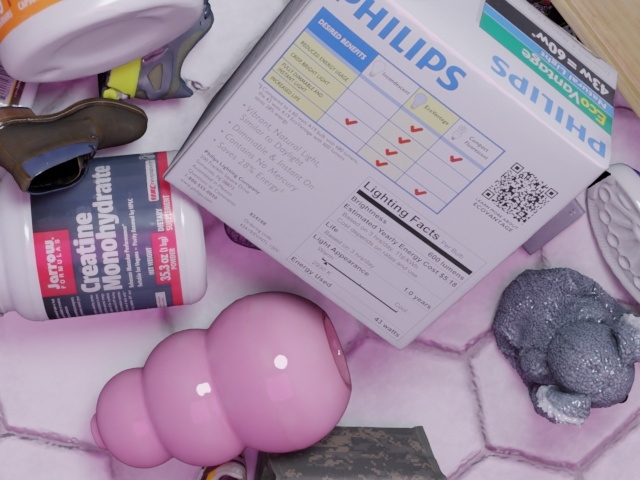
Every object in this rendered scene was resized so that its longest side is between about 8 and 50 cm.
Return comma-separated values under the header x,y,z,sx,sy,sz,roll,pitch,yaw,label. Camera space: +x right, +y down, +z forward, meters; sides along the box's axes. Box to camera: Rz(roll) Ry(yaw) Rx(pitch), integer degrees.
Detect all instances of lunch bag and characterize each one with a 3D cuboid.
x,y,z,sx,sy,sz,roll,pitch,yaw,label
0.021,0.403,1.780,0.235,0.169,0.287,3,115,-13,lunch bag

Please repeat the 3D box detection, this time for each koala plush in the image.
x,y,z,sx,sy,sz,roll,pitch,yaw,label
0.334,0.148,1.709,0.196,0.221,0.203,-41,108,6,koala plush

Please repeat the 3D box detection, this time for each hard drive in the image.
x,y,z,sx,sy,sz,roll,pitch,yaw,label
0.273,-0.059,1.738,0.094,0.022,0.135,-39,109,5,hard drive

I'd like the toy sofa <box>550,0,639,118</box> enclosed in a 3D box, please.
x,y,z,sx,sy,sz,roll,pitch,yaw,label
0.365,-0.296,1.546,0.150,0.177,0.362,-32,112,29,toy sofa

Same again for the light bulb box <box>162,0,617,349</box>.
x,y,z,sx,sy,sz,roll,pitch,yaw,label
0.083,-0.130,1.495,0.358,0.225,0.361,36,126,-12,light bulb box

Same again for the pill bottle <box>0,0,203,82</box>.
x,y,z,sx,sy,sz,roll,pitch,yaw,label
-0.291,-0.385,1.391,0.224,0.224,0.392,-21,86,-1,pill bottle

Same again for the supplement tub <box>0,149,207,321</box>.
x,y,z,sx,sy,sz,roll,pitch,yaw,label
-0.278,-0.004,1.588,0.272,0.191,0.191,-6,109,-6,supplement tub

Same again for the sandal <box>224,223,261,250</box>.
x,y,z,sx,sy,sz,roll,pitch,yaw,label
0.000,-0.001,1.709,0.255,0.054,0.097,25,96,-5,sandal

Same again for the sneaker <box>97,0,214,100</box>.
x,y,z,sx,sy,sz,roll,pitch,yaw,label
-0.182,-0.303,1.563,0.121,0.111,0.299,8,111,-24,sneaker

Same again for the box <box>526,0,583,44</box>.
x,y,z,sx,sy,sz,roll,pitch,yaw,label
0.233,-0.287,1.630,0.322,0.079,0.257,-24,108,0,box

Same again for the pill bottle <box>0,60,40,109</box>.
x,y,z,sx,sy,sz,roll,pitch,yaw,label
-0.446,-0.178,1.547,0.215,0.117,0.117,18,104,-13,pill bottle

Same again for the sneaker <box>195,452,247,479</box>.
x,y,z,sx,sy,sz,roll,pitch,yaw,label
-0.152,0.370,1.784,0.070,0.084,0.185,17,104,-13,sneaker

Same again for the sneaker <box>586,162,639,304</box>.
x,y,z,sx,sy,sz,roll,pitch,yaw,label
0.521,0.001,1.760,0.236,0.130,0.322,-31,87,-26,sneaker

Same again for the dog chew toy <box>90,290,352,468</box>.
x,y,z,sx,sy,sz,roll,pitch,yaw,label
-0.133,0.194,1.677,0.332,0.206,0.206,-20,110,7,dog chew toy

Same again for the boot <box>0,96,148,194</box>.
x,y,z,sx,sy,sz,roll,pitch,yaw,label
-0.277,-0.101,1.515,0.219,0.106,0.082,-10,140,-38,boot
